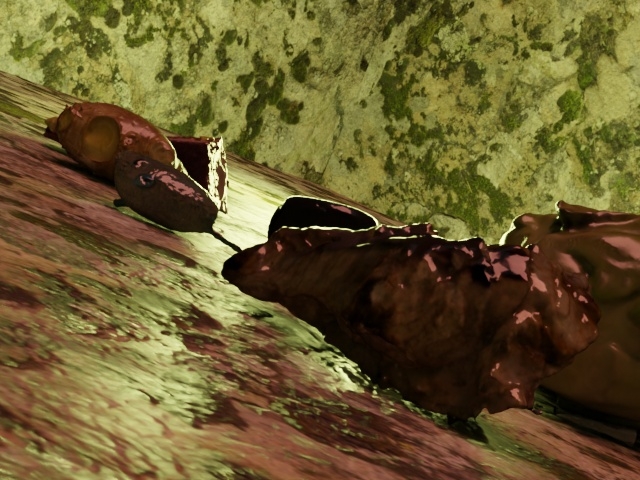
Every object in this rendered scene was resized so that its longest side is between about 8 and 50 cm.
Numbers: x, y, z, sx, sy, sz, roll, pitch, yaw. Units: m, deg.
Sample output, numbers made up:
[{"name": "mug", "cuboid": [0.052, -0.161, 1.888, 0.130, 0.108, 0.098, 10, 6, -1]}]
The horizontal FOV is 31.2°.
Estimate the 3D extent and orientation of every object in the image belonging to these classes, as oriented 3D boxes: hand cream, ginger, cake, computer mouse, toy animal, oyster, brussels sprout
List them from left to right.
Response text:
[{"name": "ginger", "cuboid": [-0.288, -0.135, 1.598, 0.216, 0.102, 0.157, 23, -1, 10]}, {"name": "cake", "cuboid": [-0.270, -0.135, 1.733, 0.295, 0.112, 0.116, 17, 2, 6]}, {"name": "toy animal", "cuboid": [-0.146, -0.024, 1.341, 0.253, 0.070, 0.079, 36, 44, 17]}, {"name": "computer mouse", "cuboid": [0.000, 0.000, 1.526, 0.138, 0.086, 0.270, 17, -4, -5]}, {"name": "oyster", "cuboid": [0.074, 0.049, 1.005, 0.337, 0.133, 0.198, 8, 22, 38]}, {"name": "hand cream", "cuboid": [0.281, 0.190, 1.170, 0.093, 0.019, 0.030, 16, 6, 8]}, {"name": "brussels sprout", "cuboid": [0.342, 0.088, 1.269, 0.328, 0.247, 0.328, 7, 3, 0]}]
